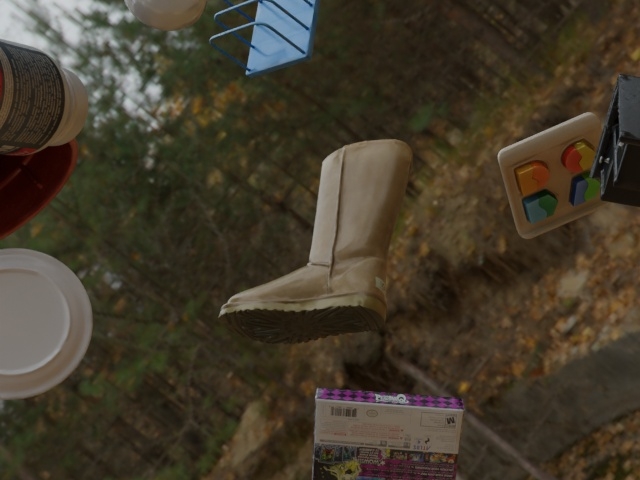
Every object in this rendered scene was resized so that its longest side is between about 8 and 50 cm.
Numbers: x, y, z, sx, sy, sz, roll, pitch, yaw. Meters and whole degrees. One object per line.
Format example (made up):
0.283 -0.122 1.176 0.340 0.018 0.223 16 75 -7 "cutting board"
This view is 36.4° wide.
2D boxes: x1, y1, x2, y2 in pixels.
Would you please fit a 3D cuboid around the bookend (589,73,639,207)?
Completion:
0.384 -0.097 1.198 0.156 0.072 0.157 -69 -13 -50 "bookend"

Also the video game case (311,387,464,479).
0.103 0.338 1.553 0.042 0.232 0.210 -81 -7 -65 "video game case"

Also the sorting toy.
0.434 -0.111 1.776 0.193 0.208 0.038 -23 37 2 "sorting toy"

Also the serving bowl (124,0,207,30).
-0.149 -0.247 0.946 0.083 0.083 0.027 -53 4 -22 "serving bowl"

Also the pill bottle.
-0.297 -0.133 0.900 0.108 0.108 0.180 -51 -14 13 "pill bottle"

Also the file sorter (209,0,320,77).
-0.078 -0.340 1.385 0.118 0.104 0.170 -9 64 39 "file sorter"

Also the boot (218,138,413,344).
0.000 0.000 1.287 0.089 0.236 0.269 62 -150 -49 "boot"

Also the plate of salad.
-0.399 0.108 1.268 0.200 0.200 0.048 -53 2 -22 "plate of salad"

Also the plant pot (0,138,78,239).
-0.535 -0.157 1.380 0.272 0.265 0.272 -39 -11 -9 "plant pot"
